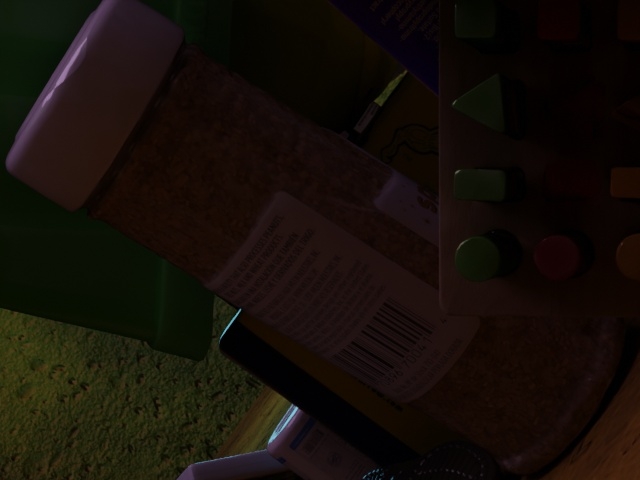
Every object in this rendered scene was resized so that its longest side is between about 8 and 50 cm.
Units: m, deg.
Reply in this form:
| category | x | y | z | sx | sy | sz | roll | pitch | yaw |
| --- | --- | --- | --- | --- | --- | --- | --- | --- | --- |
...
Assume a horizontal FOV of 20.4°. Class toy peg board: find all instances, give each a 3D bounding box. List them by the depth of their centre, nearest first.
| category | x | y | z | sx | sy | sz | roll | pitch | yaw |
| --- | --- | --- | --- | --- | --- | --- | --- | --- | --- |
| toy peg board | 0.128 | -0.044 | 0.799 | 0.079 | 0.160 | 0.161 | -7 | -83 | -75 |

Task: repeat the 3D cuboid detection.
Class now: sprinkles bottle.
| category | x | y | z | sx | sy | sz | roll | pitch | yaw |
| --- | --- | --- | --- | --- | --- | --- | --- | --- | --- |
| sprinkles bottle | 0.000 | 0.000 | 1.017 | 0.121 | 0.355 | 0.121 | -55 | 11 | 17 |

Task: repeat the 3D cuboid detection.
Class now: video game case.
| category | x | y | z | sx | sy | sz | roll | pitch | yaw |
| --- | --- | --- | --- | --- | --- | --- | --- | --- | --- |
| video game case | -0.042 | 0.205 | 1.491 | 0.201 | 0.023 | 0.183 | -8 | -21 | -26 |

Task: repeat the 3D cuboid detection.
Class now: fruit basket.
| category | x | y | z | sx | sy | sz | roll | pitch | yaw |
| --- | --- | --- | --- | --- | --- | --- | --- | --- | --- |
| fruit basket | -0.079 | -0.128 | 1.191 | 0.392 | 0.392 | 0.283 | -54 | 23 | 1 |

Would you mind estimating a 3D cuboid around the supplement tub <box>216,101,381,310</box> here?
| category | x | y | z | sx | sy | sz | roll | pitch | yaw |
| --- | --- | --- | --- | --- | --- | --- | --- | --- | --- |
| supplement tub | 0.003 | -0.017 | 1.457 | 0.207 | 0.338 | 0.207 | -54 | 2 | 3 |

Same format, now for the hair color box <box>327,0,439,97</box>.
| category | x | y | z | sx | sy | sz | roll | pitch | yaw |
| --- | --- | --- | --- | --- | --- | --- | --- | --- | --- |
| hair color box | 0.105 | -0.119 | 0.947 | 0.110 | 0.339 | 0.185 | -50 | 3 | 14 |

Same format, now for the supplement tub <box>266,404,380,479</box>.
| category | x | y | z | sx | sy | sz | roll | pitch | yaw |
| --- | --- | --- | --- | --- | --- | --- | --- | --- | --- |
| supplement tub | 0.019 | 0.165 | 1.371 | 0.071 | 0.107 | 0.071 | -53 | 3 | 5 |

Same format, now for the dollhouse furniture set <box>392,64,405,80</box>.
| category | x | y | z | sx | sy | sz | roll | pitch | yaw |
| --- | --- | --- | --- | --- | --- | --- | --- | --- | --- |
| dollhouse furniture set | 0.099 | -0.094 | 1.722 | 0.161 | 0.242 | 0.212 | -35 | 16 | 41 |

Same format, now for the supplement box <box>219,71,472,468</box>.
| category | x | y | z | sx | sy | sz | roll | pitch | yaw |
| --- | --- | --- | --- | --- | --- | --- | --- | --- | --- |
| supplement box | 0.121 | -0.035 | 1.197 | 0.356 | 0.195 | 0.194 | -53 | 3 | 20 |

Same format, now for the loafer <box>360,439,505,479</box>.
| category | x | y | z | sx | sy | sz | roll | pitch | yaw |
| --- | --- | --- | --- | --- | --- | --- | --- | --- | --- |
| loafer | 0.073 | 0.164 | 1.119 | 0.148 | 0.050 | 0.056 | -19 | 35 | 58 |
